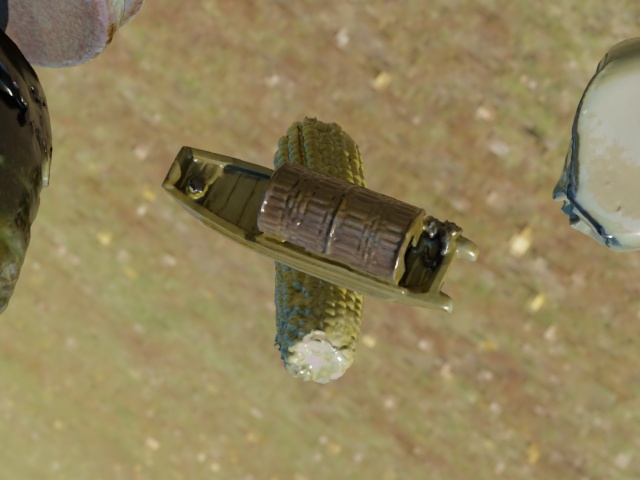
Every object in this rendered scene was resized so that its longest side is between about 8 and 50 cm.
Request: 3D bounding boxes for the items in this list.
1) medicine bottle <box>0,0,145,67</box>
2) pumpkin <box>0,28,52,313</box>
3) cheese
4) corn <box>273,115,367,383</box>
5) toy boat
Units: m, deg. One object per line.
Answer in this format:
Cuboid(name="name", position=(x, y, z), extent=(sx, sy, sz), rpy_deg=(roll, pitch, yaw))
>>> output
Cuboid(name="medicine bottle", position=(-0.139, -0.275, 1.229), extent=(0.151, 0.322, 0.151), rpy_deg=(16, 145, 12))
Cuboid(name="pumpkin", position=(-0.284, -0.003, 1.089), extent=(0.192, 0.320, 0.320), rpy_deg=(24, 171, -23))
Cuboid(name="cheese", position=(0.181, -0.074, 0.933), extent=(0.092, 0.171, 0.047), rpy_deg=(25, -173, -6))
Cuboid(name="corn", position=(0.000, 0.000, 1.570), extent=(0.086, 0.288, 0.086), rpy_deg=(0, 135, 0))
Cuboid(name="toy boat", position=(-0.003, -0.015, 1.269), extent=(0.226, 0.068, 0.088), rpy_deg=(21, 161, 13))
